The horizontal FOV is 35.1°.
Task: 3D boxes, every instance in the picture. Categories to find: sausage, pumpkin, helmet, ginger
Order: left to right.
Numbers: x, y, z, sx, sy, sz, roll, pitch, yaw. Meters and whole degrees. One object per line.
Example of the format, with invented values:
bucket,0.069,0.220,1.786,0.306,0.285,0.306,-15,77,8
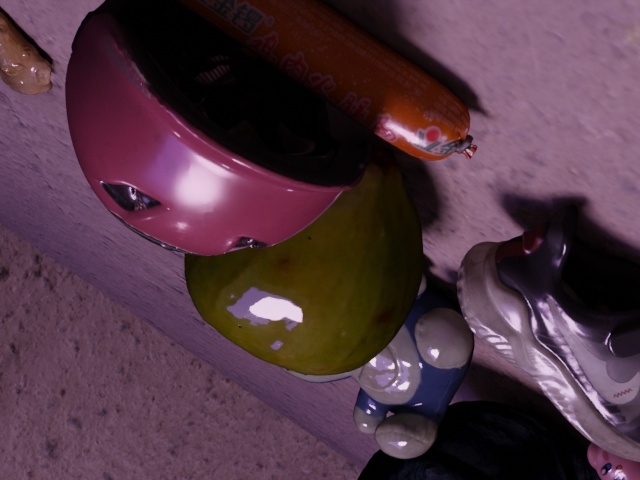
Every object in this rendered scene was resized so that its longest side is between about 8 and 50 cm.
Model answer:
ginger,-0.354,-0.221,1.109,0.069,0.051,0.173,13,150,40
helmet,-0.086,-0.066,0.678,0.198,0.154,0.253,26,-151,-22
sausage,-0.044,-0.153,0.651,0.347,0.053,0.053,34,165,-1
pumpkin,0.184,0.368,1.197,0.266,0.363,0.363,14,155,48

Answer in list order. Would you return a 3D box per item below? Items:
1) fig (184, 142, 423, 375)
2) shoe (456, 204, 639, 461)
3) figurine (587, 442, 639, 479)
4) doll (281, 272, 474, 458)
fig,0.000,0.000,0.836,0.203,0.203,0.225,35,125,-4
shoe,0.207,0.066,0.720,0.227,0.099,0.112,37,135,-3
figurine,0.318,0.225,1.030,0.083,0.071,0.067,39,-152,10
doll,0.034,0.087,1.050,0.258,0.154,0.228,22,129,15
